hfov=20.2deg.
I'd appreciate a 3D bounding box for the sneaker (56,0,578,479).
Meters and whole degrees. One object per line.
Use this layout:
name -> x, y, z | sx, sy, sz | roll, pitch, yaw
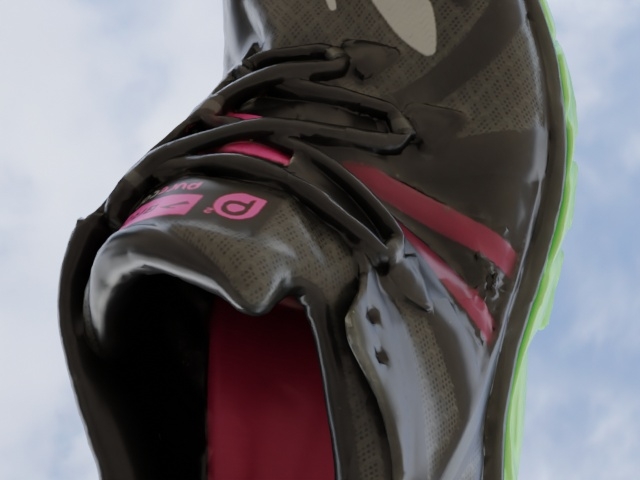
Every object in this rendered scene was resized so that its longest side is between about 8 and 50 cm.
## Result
sneaker -> 0.000, 0.000, 0.785 | 0.185, 0.202, 0.483 | -14, -122, 26
